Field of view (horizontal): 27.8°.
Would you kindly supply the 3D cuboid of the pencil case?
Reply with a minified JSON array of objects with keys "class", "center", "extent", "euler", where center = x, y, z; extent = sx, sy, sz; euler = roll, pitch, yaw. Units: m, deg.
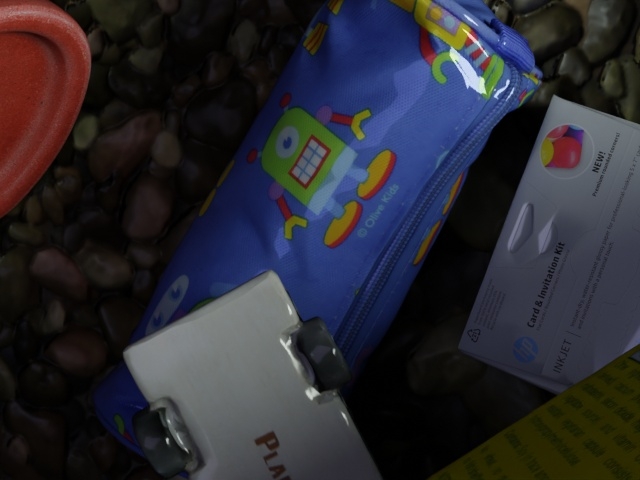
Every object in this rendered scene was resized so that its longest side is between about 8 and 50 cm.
[{"class":"pencil case","center":[0.000,0.000,0.681],"extent":[0.133,0.119,0.306],"euler":[37,101,37]}]

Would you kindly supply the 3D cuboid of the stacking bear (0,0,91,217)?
[{"class":"stacking bear","center":[-0.279,-0.168,0.776],"extent":[0.164,0.175,0.289],"euler":[-47,67,15]}]

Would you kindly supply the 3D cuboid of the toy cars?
[{"class":"toy cars","center":[0.081,0.151,0.621],"extent":[0.393,0.087,0.176],"euler":[22,91,-2]}]

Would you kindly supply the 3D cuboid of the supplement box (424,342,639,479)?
[{"class":"supplement box","center":[0.187,0.131,0.478],"extent":[0.356,0.194,0.195],"euler":[-33,92,2]}]

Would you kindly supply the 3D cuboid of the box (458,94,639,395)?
[{"class":"box","center":[0.179,0.024,0.649],"extent":[0.186,0.038,0.145],"euler":[22,95,25]}]
